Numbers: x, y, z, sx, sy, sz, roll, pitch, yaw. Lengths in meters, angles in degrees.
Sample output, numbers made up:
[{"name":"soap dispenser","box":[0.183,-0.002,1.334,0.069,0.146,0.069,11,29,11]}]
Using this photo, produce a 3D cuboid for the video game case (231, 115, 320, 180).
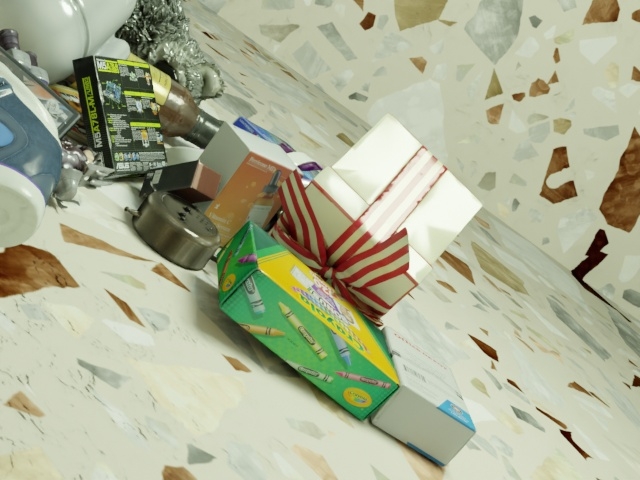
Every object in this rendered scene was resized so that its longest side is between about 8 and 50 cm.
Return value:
[{"name":"video game case","box":[-0.044,-0.128,2.293,0.269,0.061,0.244,44,7,21]}]

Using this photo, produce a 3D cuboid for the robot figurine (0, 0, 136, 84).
[{"name":"robot figurine","box":[-0.426,-0.377,1.780,0.300,0.199,0.353,47,42,-16]}]

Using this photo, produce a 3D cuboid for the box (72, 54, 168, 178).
[{"name":"box","box":[-0.308,-0.190,1.754,0.190,0.045,0.184,-18,95,-72]}]

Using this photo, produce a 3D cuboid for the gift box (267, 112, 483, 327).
[{"name":"gift box","box":[0.069,-0.028,1.767,0.255,0.276,0.258,41,52,4]}]

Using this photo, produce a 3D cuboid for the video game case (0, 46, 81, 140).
[{"name":"video game case","box":[-0.461,-0.182,1.390,0.275,0.035,0.248,40,35,-10]}]

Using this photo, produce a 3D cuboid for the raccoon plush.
[{"name":"raccoon plush","box":[-0.274,-0.455,2.203,0.299,0.447,0.216,34,-18,-17]}]

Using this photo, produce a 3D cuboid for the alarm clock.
[{"name":"alarm clock","box":[-0.193,-0.007,1.652,0.192,0.064,0.129,40,14,-4]}]

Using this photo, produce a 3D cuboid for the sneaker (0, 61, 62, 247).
[{"name":"sneaker","box":[-0.438,-0.138,1.243,0.322,0.130,0.236,28,29,-24]}]

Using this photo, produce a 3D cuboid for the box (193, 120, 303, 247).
[{"name":"box","box":[-0.136,-0.081,1.785,0.130,0.170,0.091,21,22,-45]}]

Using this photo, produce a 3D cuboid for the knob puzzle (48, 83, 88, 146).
[{"name":"knob puzzle","box":[-0.396,-0.207,1.831,0.213,0.030,0.213,35,15,-11]}]

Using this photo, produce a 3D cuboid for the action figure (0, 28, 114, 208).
[{"name":"action figure","box":[-0.392,-0.153,1.558,0.185,0.099,0.285,27,30,-57]}]

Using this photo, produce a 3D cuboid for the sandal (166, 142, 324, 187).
[{"name":"sandal","box":[-0.072,-0.125,1.976,0.416,0.102,0.169,12,-5,-36]}]

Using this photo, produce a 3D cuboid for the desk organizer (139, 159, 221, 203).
[{"name":"desk organizer","box":[-0.214,-0.084,1.715,0.130,0.047,0.050,-6,-27,45]}]

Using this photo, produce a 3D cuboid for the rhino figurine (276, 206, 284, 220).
[{"name":"rhino figurine","box":[0.000,0.000,2.019,0.073,0.106,0.243,-2,-11,34]}]

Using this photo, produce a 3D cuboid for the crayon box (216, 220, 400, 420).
[{"name":"crayon box","box":[-0.021,0.112,1.586,0.278,0.081,0.165,41,13,-21]}]

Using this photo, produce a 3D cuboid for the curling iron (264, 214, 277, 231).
[{"name":"curling iron","box":[-0.089,-0.042,2.045,0.068,0.035,0.274,34,14,-1]}]

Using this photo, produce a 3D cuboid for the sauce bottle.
[{"name":"sauce bottle","box":[-0.313,-0.256,2.024,0.344,0.111,0.111,32,16,-29]}]

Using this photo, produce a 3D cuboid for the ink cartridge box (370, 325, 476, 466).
[{"name":"ink cartridge box","box":[0.140,0.229,1.676,0.139,0.082,0.191,34,14,-17]}]
